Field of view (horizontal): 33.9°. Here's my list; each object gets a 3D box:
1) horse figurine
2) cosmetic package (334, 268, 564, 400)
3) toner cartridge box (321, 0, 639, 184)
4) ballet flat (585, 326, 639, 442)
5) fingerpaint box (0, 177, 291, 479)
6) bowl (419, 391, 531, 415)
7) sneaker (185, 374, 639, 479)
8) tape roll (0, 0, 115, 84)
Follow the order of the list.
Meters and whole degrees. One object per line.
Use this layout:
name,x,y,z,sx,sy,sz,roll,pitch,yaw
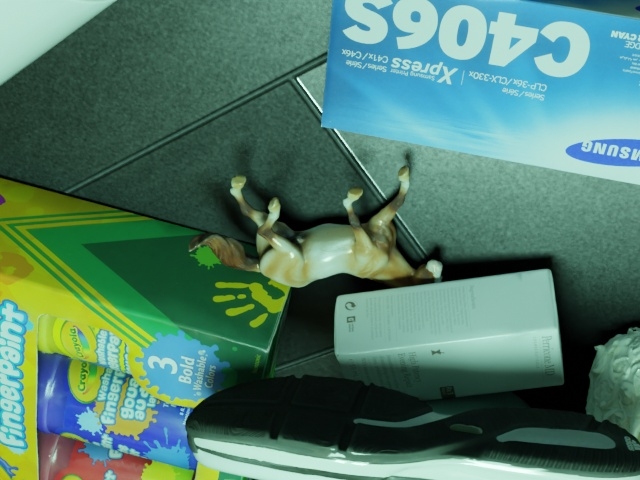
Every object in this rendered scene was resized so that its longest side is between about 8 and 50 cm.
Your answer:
horse figurine,0.000,0.000,1.110,0.263,0.066,0.174,-5,141,5
cosmetic package,0.139,0.108,1.126,0.231,0.085,0.117,-8,141,11
toner cartridge box,0.181,-0.156,0.938,0.348,0.075,0.165,10,132,7
ballet flat,0.336,0.295,1.086,0.147,0.147,0.408,2,87,14
fingerpaint box,-0.252,0.183,1.277,0.371,0.163,0.444,16,131,2
bowl,0.150,0.273,1.242,0.312,0.163,0.311,7,130,9
sneaker,0.079,0.290,1.033,0.448,0.169,0.257,7,105,9
tape roll,-0.289,-0.266,0.866,0.169,0.246,0.246,-26,118,32
